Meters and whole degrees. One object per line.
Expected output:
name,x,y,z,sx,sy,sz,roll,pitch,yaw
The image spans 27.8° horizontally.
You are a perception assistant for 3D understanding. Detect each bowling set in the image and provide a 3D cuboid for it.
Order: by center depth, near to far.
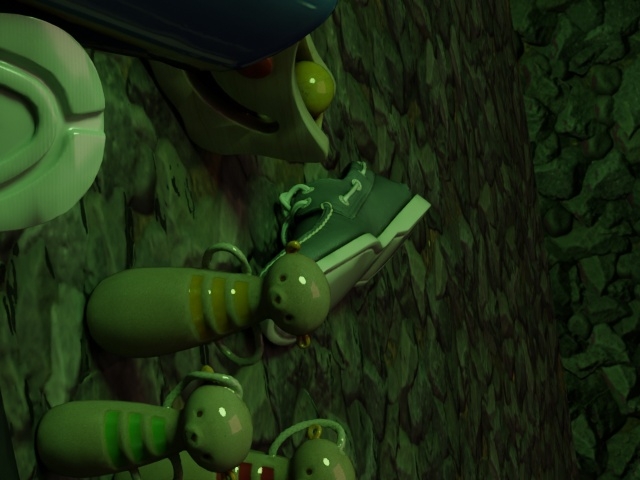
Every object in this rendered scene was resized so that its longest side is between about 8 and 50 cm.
bowling set,-0.071,0.158,0.727,0.200,0.154,0.287,-36,118,-69

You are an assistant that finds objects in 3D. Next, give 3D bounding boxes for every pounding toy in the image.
pounding toy,-0.047,-0.194,0.922,0.269,0.154,0.154,62,28,-48

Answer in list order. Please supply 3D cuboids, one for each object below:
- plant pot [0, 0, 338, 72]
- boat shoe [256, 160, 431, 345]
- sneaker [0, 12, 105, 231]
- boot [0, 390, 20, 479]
plant pot,-0.105,-0.187,0.440,0.236,0.236,0.212,16,92,-36
boat shoe,0.000,0.000,1.143,0.099,0.116,0.319,41,27,8
sneaker,-0.189,-0.044,0.399,0.095,0.235,0.090,-146,-115,-64
boot,-0.177,0.228,0.394,0.367,0.146,0.445,-60,143,-73
